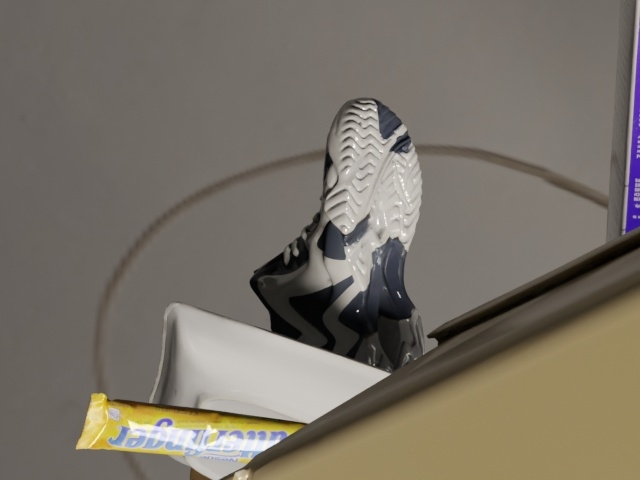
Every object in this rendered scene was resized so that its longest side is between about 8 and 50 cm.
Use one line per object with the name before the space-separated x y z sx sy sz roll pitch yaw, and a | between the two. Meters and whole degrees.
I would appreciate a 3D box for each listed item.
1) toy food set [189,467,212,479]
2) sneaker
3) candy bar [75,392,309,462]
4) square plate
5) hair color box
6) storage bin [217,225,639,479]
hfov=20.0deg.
toy food set | -0.095 0.223 1.748 0.083 0.020 0.083 -3 66 41
sneaker | 0.000 0.000 1.428 0.153 0.094 0.235 10 118 42
candy bar | -0.073 0.124 1.158 0.018 0.161 0.040 -119 40 -65
square plate | 0.024 0.175 1.452 0.347 0.344 0.049 20 68 -1
hair color box | 0.332 -0.088 1.716 0.110 0.185 0.339 3 107 4
storage bin | 0.136 0.117 0.484 0.262 0.123 0.260 -32 85 49
